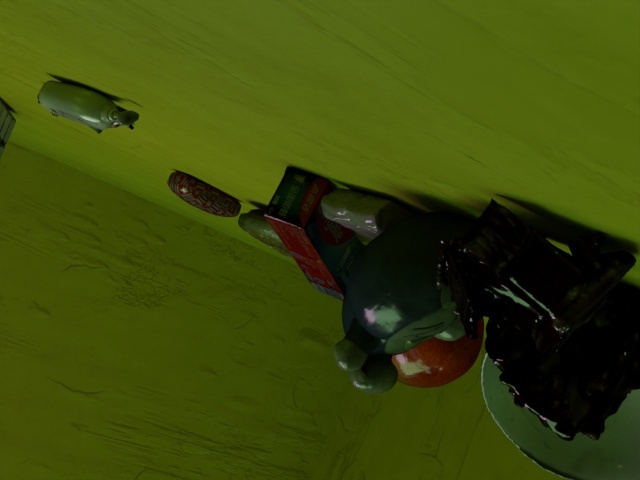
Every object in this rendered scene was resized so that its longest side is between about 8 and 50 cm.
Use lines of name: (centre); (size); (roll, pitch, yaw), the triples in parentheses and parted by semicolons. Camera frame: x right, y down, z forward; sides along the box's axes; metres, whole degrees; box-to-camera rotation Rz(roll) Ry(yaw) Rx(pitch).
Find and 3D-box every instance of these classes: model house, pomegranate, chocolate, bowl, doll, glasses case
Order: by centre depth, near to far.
model house: (0.202, 0.026, 1.090); (0.164, 0.141, 0.203); (41, 159, 12)
chocolate: (0.281, 0.163, 1.290); (0.224, 0.177, 0.206); (23, 140, 7)
doll: (0.114, 0.063, 1.307); (0.154, 0.228, 0.258); (57, 157, 9)
bowl: (0.386, 0.177, 1.483); (0.313, 0.313, 0.146); (15, -141, 20)
pomegranate: (0.175, 0.169, 2.026); (0.221, 0.256, 0.221); (45, -157, -25)
glasses case: (-0.236, -0.087, 2.204); (0.073, 0.049, 0.194); (19, 175, 35)

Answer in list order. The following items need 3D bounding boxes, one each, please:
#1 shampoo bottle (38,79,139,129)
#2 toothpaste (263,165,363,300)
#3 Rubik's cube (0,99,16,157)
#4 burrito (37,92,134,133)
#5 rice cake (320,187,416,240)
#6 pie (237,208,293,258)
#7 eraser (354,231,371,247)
shampoo bottle: (-0.301, -0.173, 1.444); (0.152, 0.045, 0.077); (21, 174, 41)
toothpaste: (0.000, -0.001, 1.535); (0.066, 0.076, 0.320); (22, 167, 18)
Rubik's cube: (-0.776, -0.196, 2.167); (0.253, 0.259, 0.256); (24, 176, -6)
burrito: (-0.334, -0.182, 1.555); (0.171, 0.042, 0.051); (23, 178, 35)
rice cake: (0.131, 0.002, 1.446); (0.106, 0.050, 0.298); (17, 173, 45)
pie: (-0.035, 0.001, 2.200); (0.277, 0.079, 0.277); (26, 173, 3)
eraser: (0.116, 0.009, 1.637); (0.122, 0.045, 0.097); (20, 176, 24)
